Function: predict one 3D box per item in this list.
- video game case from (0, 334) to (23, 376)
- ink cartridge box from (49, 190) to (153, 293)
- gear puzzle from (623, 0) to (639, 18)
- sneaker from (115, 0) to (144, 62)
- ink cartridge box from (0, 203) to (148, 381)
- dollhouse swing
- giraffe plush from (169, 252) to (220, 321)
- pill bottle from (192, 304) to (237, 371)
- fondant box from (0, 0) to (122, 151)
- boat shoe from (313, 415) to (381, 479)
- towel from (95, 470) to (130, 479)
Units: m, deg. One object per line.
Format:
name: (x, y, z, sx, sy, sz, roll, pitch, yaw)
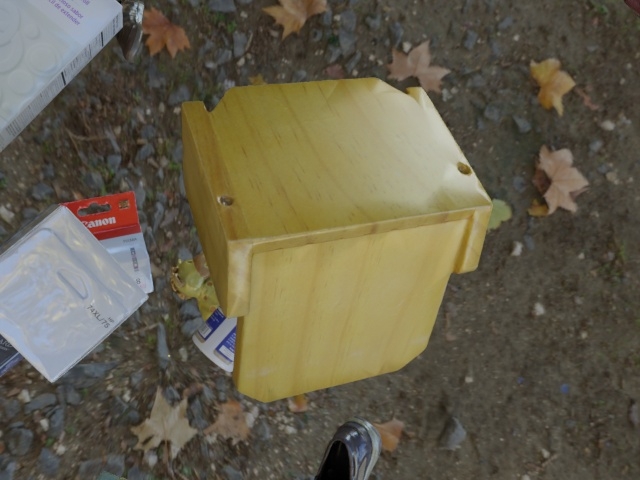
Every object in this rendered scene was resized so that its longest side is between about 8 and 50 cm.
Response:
video game case: (-0.675, 0.239, 1.186, 0.196, 0.026, 0.274, 15, 35, 20)
ink cartridge box: (-0.482, 0.025, 1.518, 0.189, 0.066, 0.232, -13, 117, -23)
gear puzzle: (0.274, -0.022, 0.289, 0.175, 0.339, 0.044, 17, 115, -33)
sneaker: (-0.406, -0.435, 1.412, 0.071, 0.066, 0.188, 11, 45, -22)
ink cartridge box: (-0.444, 0.073, 1.142, 0.197, 0.270, 0.198, -43, 108, -16)
dollhouse swing: (0.000, 0.000, 0.954, 0.346, 0.305, 0.315, -10, 57, -21)
giraffe plush: (-0.269, 0.102, 1.623, 0.170, 0.181, 0.210, 46, 67, -15)
pill bottle: (-0.164, 0.168, 1.420, 0.112, 0.112, 0.187, 42, 85, -3)
fondant box: (-0.542, -0.355, 1.184, 0.238, 0.096, 0.330, 40, 74, -8)
boat shoe: (0.030, 0.572, 1.558, 0.130, 0.132, 0.355, -3, 107, -51)
towel: (-0.149, 0.407, 0.743, 0.320, 0.374, 0.090, 29, 92, -6)
